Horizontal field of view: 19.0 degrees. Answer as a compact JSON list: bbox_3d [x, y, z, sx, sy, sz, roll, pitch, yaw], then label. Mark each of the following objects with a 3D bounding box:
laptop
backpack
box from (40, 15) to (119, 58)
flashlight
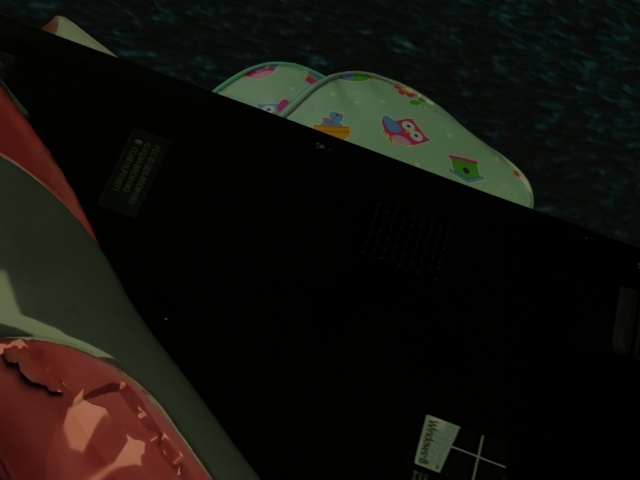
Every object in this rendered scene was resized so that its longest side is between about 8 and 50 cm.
[{"bbox_3d":[-0.003,0.184,0.599,0.408,0.236,0.382,21,42,-1],"label":"laptop"},{"bbox_3d":[0.000,0.000,0.948,0.188,0.144,0.166,33,50,10],"label":"backpack"},{"bbox_3d":[-0.132,0.125,0.690,0.168,0.215,0.345,38,39,-26],"label":"box"},{"bbox_3d":[-0.062,0.060,0.456,0.103,0.103,0.304,-31,61,-12],"label":"flashlight"}]
